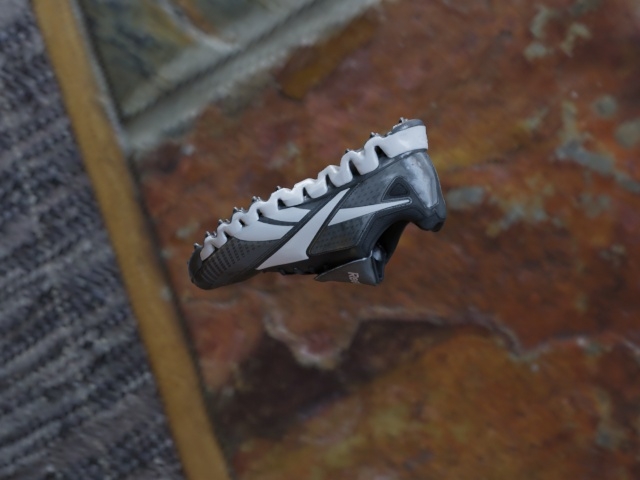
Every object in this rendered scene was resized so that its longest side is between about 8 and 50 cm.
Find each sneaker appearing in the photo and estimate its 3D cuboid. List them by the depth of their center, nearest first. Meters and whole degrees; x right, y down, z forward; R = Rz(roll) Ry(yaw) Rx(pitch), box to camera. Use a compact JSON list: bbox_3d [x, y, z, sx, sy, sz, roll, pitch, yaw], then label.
[{"bbox_3d":[0.000,0.000,1.359,0.234,0.078,0.106,-29,81,17],"label":"sneaker"}]
